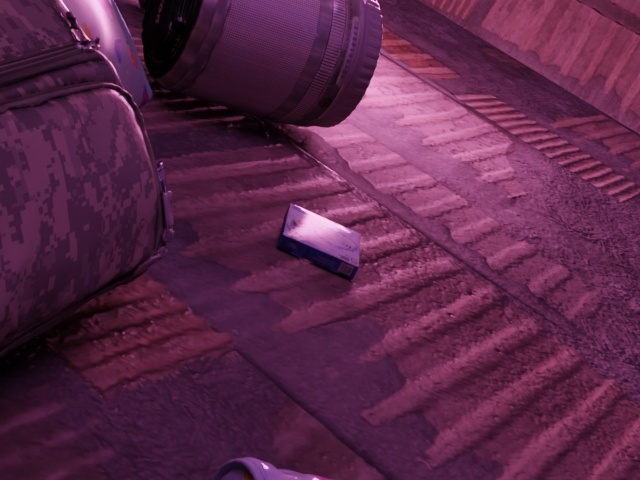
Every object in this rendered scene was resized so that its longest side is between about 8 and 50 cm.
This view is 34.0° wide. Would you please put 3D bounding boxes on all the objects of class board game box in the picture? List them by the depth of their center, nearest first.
[{"bbox_3d":[0.000,0.000,1.158,0.090,0.020,0.090,24,24,-6],"label":"board game box"}]

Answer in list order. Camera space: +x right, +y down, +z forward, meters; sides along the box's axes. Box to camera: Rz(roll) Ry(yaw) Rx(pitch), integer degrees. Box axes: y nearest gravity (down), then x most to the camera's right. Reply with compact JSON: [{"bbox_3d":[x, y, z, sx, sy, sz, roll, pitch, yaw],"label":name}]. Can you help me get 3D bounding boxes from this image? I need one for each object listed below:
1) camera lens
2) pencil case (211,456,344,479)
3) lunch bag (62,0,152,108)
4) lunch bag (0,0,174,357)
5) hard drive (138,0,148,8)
[{"bbox_3d":[-0.084,-0.279,1.394,0.274,0.219,0.219,14,27,-28],"label":"camera lens"},{"bbox_3d":[0.053,0.209,0.671,0.273,0.113,0.124,14,17,-28],"label":"pencil case"},{"bbox_3d":[-0.288,-0.209,0.982,0.160,0.262,0.223,-13,21,13],"label":"lunch bag"},{"bbox_3d":[-0.260,-0.042,0.751,0.256,0.213,0.305,58,26,-4],"label":"lunch bag"},{"bbox_3d":[-0.173,-0.380,1.566,0.172,0.054,0.255,16,-11,-25],"label":"hard drive"}]
